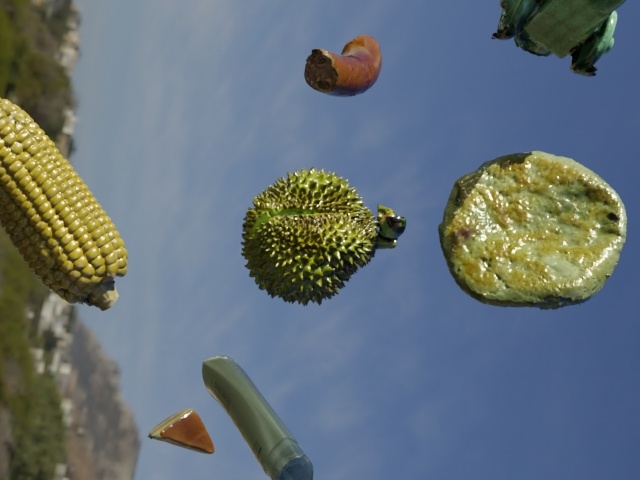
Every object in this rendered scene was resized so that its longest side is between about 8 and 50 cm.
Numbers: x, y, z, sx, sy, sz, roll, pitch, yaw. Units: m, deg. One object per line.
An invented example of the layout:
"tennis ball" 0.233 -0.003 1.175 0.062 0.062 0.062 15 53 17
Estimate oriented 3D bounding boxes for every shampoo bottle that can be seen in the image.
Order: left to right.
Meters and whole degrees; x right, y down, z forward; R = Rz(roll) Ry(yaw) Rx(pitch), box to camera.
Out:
"shampoo bottle" -0.075 0.210 1.578 0.212 0.049 0.072 45 -32 49

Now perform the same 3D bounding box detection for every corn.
"corn" -0.381 -0.054 1.869 0.130 0.347 0.130 -31 -168 7

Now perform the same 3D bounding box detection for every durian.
"durian" -0.013 -0.007 1.676 0.198 0.159 0.146 -35 170 -39

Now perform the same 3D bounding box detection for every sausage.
"sausage" 0.050 -0.308 2.451 0.103 0.076 0.302 66 22 -5

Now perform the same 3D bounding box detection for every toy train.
"toy train" 0.267 -0.285 1.294 0.301 0.120 0.202 130 -20 -70

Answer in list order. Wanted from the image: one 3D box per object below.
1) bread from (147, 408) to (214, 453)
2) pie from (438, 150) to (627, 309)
"bread" -0.208 0.285 2.080 0.043 0.109 0.062 -12 -117 53
"pie" 0.207 -0.008 1.344 0.041 0.187 0.187 82 10 -58
